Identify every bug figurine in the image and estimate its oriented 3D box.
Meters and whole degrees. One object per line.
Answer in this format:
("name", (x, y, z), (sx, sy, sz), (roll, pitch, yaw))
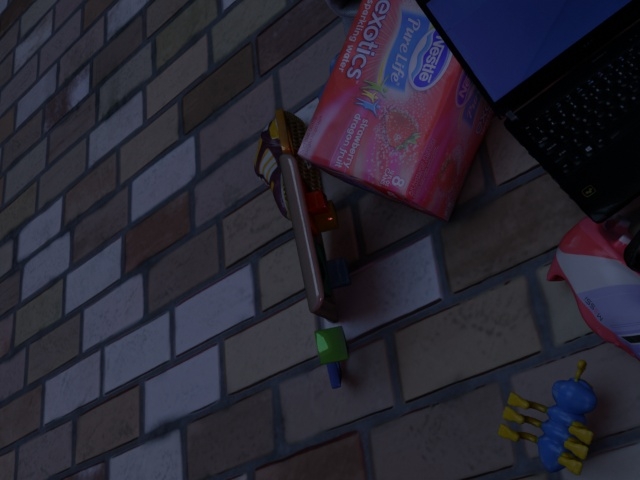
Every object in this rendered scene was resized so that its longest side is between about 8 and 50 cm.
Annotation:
("bug figurine", (0.267, 0.240, 0.692), (0.279, 0.072, 0.216), (26, 100, 44))

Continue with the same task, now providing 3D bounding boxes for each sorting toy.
("sorting toy", (0.000, 0.000, 0.992), (0.047, 0.196, 0.348), (-13, 79, 4))

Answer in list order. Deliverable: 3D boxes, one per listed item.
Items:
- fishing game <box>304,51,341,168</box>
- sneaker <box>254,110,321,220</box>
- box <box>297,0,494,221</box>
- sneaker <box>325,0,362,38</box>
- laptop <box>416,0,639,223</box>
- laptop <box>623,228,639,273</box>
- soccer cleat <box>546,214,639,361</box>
("fishing game", (0.068, -0.212, 1.118), (0.189, 0.041, 0.264), (14, 81, 51))
("sneaker", (-0.052, -0.092, 1.179), (0.084, 0.069, 0.185), (-40, 42, 40))
("box", (0.119, -0.192, 0.949), (0.154, 0.142, 0.300), (25, 92, 29))
("sneaker", (0.020, -0.394, 1.136), (0.366, 0.137, 0.210), (11, 65, 44))
("laptop", (0.265, -0.195, 0.781), (0.234, 0.136, 0.264), (-37, 48, 8))
("laptop", (0.332, -0.138, 0.516), (0.382, 0.408, 0.236), (-57, 40, 14))
("soccer cleat", (0.293, 0.076, 0.737), (0.095, 0.083, 0.248), (-61, 39, 31))
